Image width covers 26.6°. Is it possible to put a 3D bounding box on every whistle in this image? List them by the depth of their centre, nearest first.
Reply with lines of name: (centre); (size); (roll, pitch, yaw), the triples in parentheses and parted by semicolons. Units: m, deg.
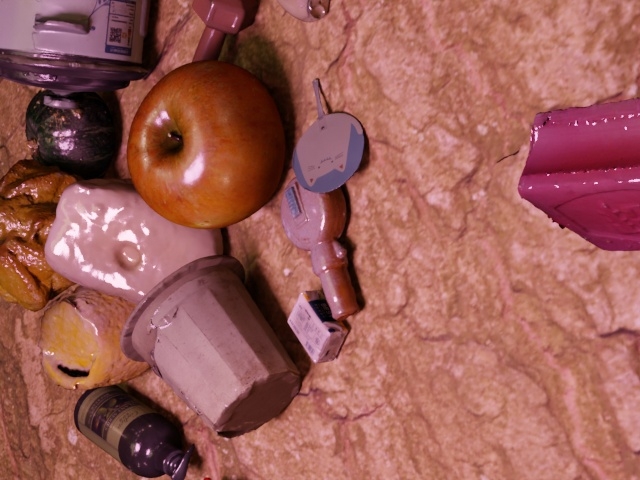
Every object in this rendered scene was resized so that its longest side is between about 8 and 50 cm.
whistle: (0.000, 0.000, 1.795); (0.107, 0.057, 0.220); (-34, 68, 47)

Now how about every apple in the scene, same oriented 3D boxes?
apple: (-0.154, -0.130, 1.895); (0.236, 0.207, 0.237); (-2, 87, 35)

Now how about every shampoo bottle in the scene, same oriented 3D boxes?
shampoo bottle: (-0.293, 0.318, 2.185); (0.284, 0.101, 0.101); (22, 111, 50)

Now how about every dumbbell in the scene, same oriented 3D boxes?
dumbbell: (-0.166, -0.269, 1.972); (0.082, 0.092, 0.231); (-92, 22, -54)

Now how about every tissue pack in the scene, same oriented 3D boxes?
tissue pack: (-0.004, 0.115, 1.822); (0.083, 0.042, 0.062); (53, 134, 37)

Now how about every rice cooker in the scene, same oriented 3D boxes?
rice cooker: (-0.396, -0.355, 2.129); (0.316, 0.264, 0.317); (-175, 90, -77)

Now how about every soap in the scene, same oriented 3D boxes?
soap: (0.319, -0.065, 1.259); (0.250, 0.162, 0.099); (-4, 61, 54)

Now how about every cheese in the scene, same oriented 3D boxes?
cheese: (-0.051, -0.361, 1.844); (0.192, 0.037, 0.097); (32, 117, 47)
cheese: (-0.253, 0.000, 2.074); (0.247, 0.251, 0.174); (22, 100, 13)

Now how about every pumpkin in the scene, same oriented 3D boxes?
pumpkin: (-0.421, -0.174, 2.274); (0.190, 0.146, 0.190); (3, 93, 52)

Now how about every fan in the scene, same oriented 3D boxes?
fan: (0.005, -0.141, 1.785); (0.113, 0.005, 0.175); (-25, 58, 26)

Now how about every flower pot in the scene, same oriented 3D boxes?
flower pot: (-0.147, 0.164, 1.902); (0.203, 0.212, 0.212); (53, 133, 26)

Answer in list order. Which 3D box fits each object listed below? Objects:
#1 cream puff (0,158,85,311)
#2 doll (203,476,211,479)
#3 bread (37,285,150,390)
cream puff: (-0.466, -0.008, 2.176); (0.196, 0.244, 0.244); (47, 150, -22)
doll: (-0.123, 0.436, 1.983); (0.217, 0.085, 0.183); (58, 137, 19)
bread: (-0.359, 0.145, 2.200); (0.197, 0.170, 0.197); (10, 107, 38)
